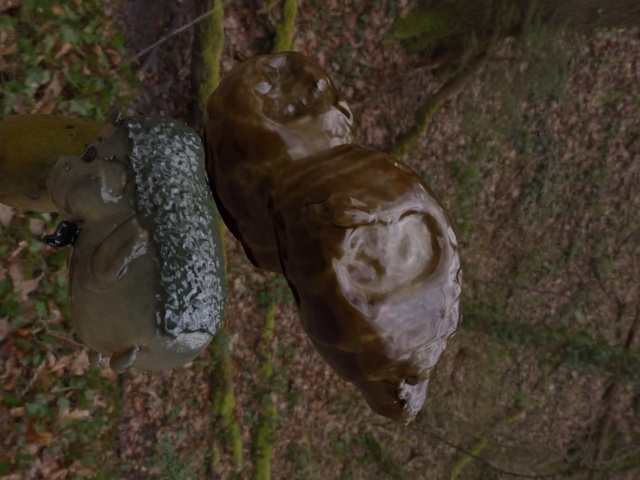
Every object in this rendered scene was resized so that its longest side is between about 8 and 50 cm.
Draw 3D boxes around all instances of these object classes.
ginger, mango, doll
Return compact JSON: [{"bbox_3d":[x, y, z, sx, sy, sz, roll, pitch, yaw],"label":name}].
[{"bbox_3d":[0.006,0.008,0.604,0.152,0.357,0.274,-30,164,-27],"label":"ginger"},{"bbox_3d":[-0.414,-0.132,1.035,0.176,0.329,0.175,-90,174,-59],"label":"mango"},{"bbox_3d":[-0.247,-0.001,0.843,0.247,0.247,0.349,19,71,-69],"label":"doll"}]
